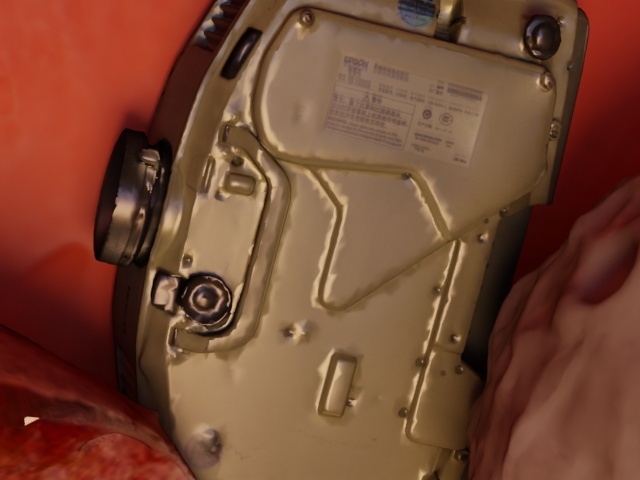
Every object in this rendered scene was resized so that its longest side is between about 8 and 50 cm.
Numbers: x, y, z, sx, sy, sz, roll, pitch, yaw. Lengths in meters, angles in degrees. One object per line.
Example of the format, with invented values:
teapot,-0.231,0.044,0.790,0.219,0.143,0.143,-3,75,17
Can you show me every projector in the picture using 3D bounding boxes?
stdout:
projector,0.000,0.000,0.744,0.193,0.088,0.270,12,97,-15

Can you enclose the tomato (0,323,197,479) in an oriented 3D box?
tomato,-0.207,0.117,0.687,0.309,0.170,0.309,-15,131,-19

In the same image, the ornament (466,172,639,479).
ornament,0.215,0.108,0.675,0.337,0.337,0.337,-2,100,-10
